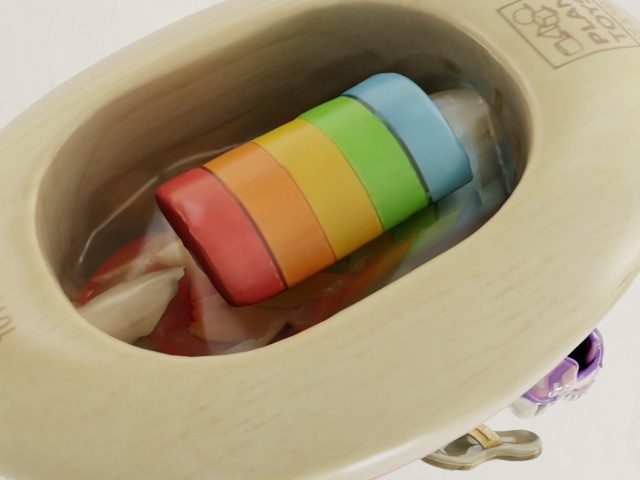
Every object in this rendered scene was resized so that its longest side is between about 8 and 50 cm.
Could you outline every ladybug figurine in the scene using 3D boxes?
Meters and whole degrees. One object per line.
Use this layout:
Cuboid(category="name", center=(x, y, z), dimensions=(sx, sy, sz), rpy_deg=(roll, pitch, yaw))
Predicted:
Cuboid(category="ladybug figurine", center=(0.000, 0.000, 0.645), dimensions=(0.449, 0.305, 0.162), rpy_deg=(-25, -36, -13))

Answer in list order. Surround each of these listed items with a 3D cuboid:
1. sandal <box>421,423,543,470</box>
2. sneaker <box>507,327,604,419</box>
Cuboid(category="sandal", center=(0.160, 0.204, 1.227), dimensions=(0.180, 0.072, 0.049), rpy_deg=(2, -78, -32))
Cuboid(category="sneaker", center=(0.290, 0.132, 1.363), dimensions=(0.104, 0.236, 0.095), rpy_deg=(-44, -105, 30))
